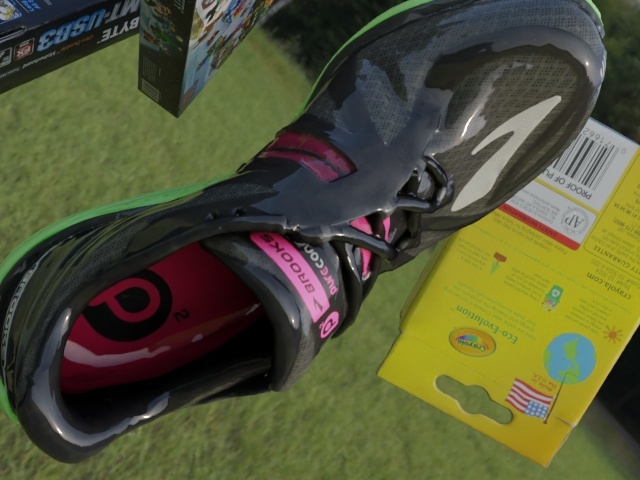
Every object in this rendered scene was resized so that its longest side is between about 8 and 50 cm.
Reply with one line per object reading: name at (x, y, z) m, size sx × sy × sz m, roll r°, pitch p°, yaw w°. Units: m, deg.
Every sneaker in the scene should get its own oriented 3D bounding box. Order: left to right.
sneaker at (0.000, 0.000, 0.599) m, size 0.185 × 0.482 × 0.202 m, roll 57°, pitch 0°, yaw -31°

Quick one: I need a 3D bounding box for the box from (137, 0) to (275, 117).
box at (-0.068, -0.198, 0.651) m, size 0.044 × 0.159 × 0.233 m, roll 37°, pitch -16°, yaw -3°

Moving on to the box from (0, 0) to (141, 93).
box at (-0.315, -0.258, 0.748) m, size 0.295 × 0.073 × 0.293 m, roll 42°, pitch 49°, yaw 9°

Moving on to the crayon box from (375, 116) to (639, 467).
crayon box at (0.214, 0.037, 0.881) m, size 0.202 × 0.319 × 0.081 m, roll 30°, pitch 9°, yaw 1°
